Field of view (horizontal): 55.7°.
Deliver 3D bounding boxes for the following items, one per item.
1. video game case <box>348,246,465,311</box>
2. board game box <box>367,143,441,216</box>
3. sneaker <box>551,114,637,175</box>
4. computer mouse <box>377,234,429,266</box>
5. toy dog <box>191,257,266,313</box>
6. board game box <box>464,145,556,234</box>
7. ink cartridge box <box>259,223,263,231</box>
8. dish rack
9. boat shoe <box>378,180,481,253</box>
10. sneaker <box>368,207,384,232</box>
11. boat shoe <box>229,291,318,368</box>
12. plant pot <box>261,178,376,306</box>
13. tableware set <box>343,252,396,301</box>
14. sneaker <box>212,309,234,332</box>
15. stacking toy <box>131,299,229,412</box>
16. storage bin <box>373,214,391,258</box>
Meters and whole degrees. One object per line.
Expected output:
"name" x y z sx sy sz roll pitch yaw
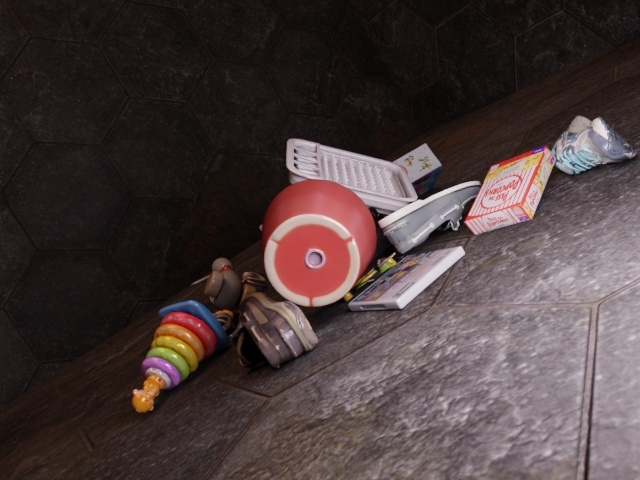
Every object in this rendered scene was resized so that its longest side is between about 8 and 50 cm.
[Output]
"video game case" 0.176 0.082 1.257 0.201 0.023 0.183 -36 10 -28
"board game box" 0.237 -0.171 2.013 0.303 0.097 0.224 -32 -14 -5
"sneaker" 0.567 -0.184 1.286 0.122 0.110 0.283 -47 2 15
"computer mouse" 0.222 0.006 1.484 0.193 0.042 0.106 -43 9 -33
"toy dog" -0.320 0.171 1.996 0.161 0.220 0.333 -62 -2 5
"board game box" 0.410 -0.107 1.306 0.147 0.045 0.193 -20 30 50
"ink cartridge box" -0.020 -0.046 1.708 0.273 0.114 0.197 -30 17 -5
"dish rack" 0.067 -0.159 1.556 0.333 0.072 0.285 12 25 -8
"boat shoe" 0.279 -0.057 1.447 0.319 0.099 0.116 -22 -7 -32
"sneaker" 0.088 -0.002 1.850 0.271 0.100 0.108 -31 -5 -38
"boat shoe" -0.136 0.196 1.297 0.130 0.132 0.355 -34 8 -22
"plant pot" -0.009 0.014 1.315 0.275 0.275 0.243 -29 9 9
"tableware set" 0.111 0.087 1.367 0.154 0.024 0.104 -38 -2 23
"sneaker" -0.352 0.272 1.770 0.215 0.084 0.083 -28 14 11
"stacking toy" -0.379 0.309 1.514 0.165 0.175 0.302 -19 27 33
"storage bin" 0.104 0.016 1.673 0.180 0.084 0.122 -37 11 -33
